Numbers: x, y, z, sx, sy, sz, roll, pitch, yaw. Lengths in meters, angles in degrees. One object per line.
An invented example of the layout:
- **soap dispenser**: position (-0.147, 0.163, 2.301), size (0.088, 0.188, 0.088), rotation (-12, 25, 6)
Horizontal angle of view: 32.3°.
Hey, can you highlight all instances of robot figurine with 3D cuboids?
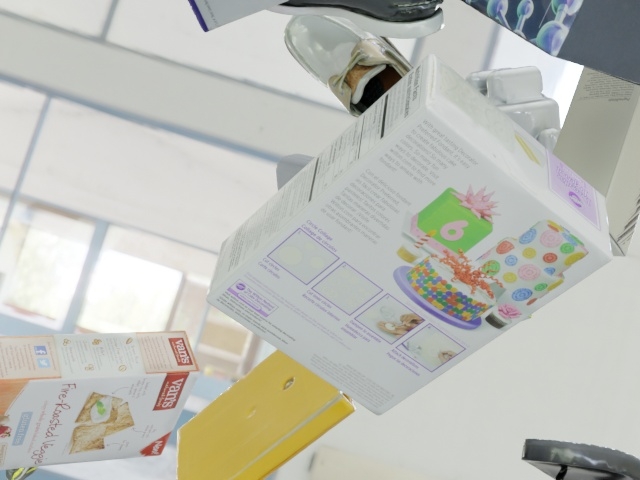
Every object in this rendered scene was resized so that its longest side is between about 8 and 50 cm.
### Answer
- **robot figurine**: position (0.359, -0.147, 2.089), size (0.199, 0.354, 0.300), rotation (-10, 11, -21)

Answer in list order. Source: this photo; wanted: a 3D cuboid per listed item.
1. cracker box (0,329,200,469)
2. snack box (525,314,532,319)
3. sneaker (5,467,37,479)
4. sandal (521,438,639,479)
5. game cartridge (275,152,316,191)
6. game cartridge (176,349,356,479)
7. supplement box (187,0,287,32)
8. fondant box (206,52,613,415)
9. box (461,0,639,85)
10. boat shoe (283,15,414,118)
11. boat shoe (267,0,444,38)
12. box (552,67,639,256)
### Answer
- **cracker box**: position (-0.264, 0.173, 1.191), size (0.232, 0.156, 0.067), rotation (0, 45, -31)
- **snack box**: position (0.228, 0.070, 1.467), size (0.037, 0.100, 0.141), rotation (31, -32, -21)
- **sneaker**: position (-0.404, 0.305, 1.548), size (0.031, 0.083, 0.035), rotation (43, -18, 18)
- **sandal**: position (0.274, 0.242, 0.993), size (0.254, 0.055, 0.097), rotation (36, -28, -32)
- **game cartridge**: position (0.000, 0.000, 1.913), size (0.060, 0.294, 0.196), rotation (-18, 17, -19)
- **game cartridge**: position (-0.097, 0.292, 1.777), size (0.053, 0.323, 0.285), rotation (47, 9, -19)
- **supplement box**: position (-0.124, -0.371, 1.277), size (0.113, 0.220, 0.111), rotation (-20, -29, 3)
- **fondant box**: position (0.081, 0.010, 1.089), size (0.238, 0.096, 0.330), rotation (36, -53, -20)
- **box**: position (0.284, -0.397, 1.295), size (0.211, 0.294, 0.395), rotation (8, 26, -37)
- **boat shoe**: position (0.069, -0.229, 1.543), size (0.302, 0.113, 0.103), rotation (35, 16, 10)
- **boat shoe**: position (0.025, -0.325, 1.371), size (0.302, 0.091, 0.114), rotation (17, 36, 33)
- **box**: position (0.389, -0.117, 1.507), size (0.113, 0.275, 0.094), rotation (3, -29, 44)
